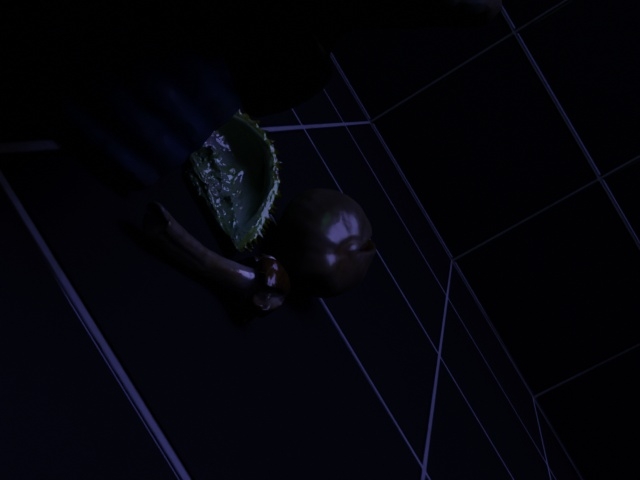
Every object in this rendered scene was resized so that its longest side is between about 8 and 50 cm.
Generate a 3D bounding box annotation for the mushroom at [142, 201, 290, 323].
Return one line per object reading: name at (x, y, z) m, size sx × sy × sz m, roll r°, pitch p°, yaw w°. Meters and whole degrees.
mushroom at (-0.090, 0.021, 0.687) m, size 0.187 × 0.060 × 0.061 m, roll 34°, pitch 36°, yaw -50°

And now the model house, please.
model house at (-0.083, -0.237, 0.573) m, size 0.395 × 0.445 × 0.400 m, roll 53°, pitch 53°, yaw -44°

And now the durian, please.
durian at (-0.100, -0.085, 0.832) m, size 0.100 × 0.086 × 0.215 m, roll -1°, pitch 63°, yaw -59°

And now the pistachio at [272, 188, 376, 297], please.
pistachio at (0.000, 0.000, 0.938) m, size 0.124 × 0.124 × 0.185 m, roll 55°, pitch -2°, yaw -19°
